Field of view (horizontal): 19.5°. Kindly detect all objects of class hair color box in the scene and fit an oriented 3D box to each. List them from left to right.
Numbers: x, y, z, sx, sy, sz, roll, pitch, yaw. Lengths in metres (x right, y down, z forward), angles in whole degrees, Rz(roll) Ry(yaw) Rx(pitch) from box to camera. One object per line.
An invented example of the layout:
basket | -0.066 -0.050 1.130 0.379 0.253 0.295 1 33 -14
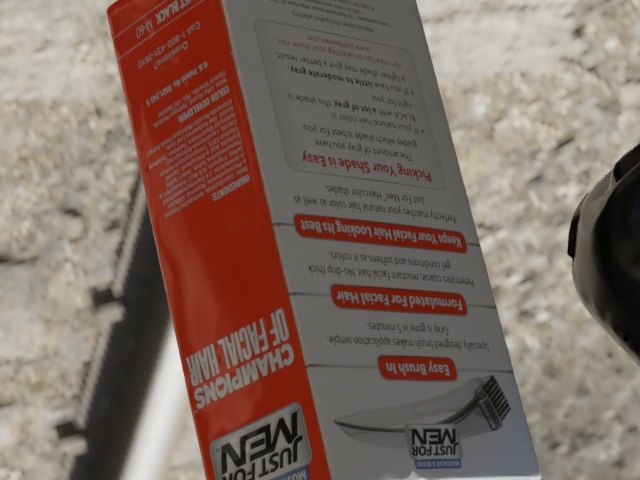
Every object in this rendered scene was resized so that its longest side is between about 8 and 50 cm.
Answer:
hair color box | 0.000 0.000 0.560 0.093 0.167 0.053 6 153 -46

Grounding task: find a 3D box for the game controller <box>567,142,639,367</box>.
game controller | 0.233 -0.023 0.522 0.319 0.166 0.067 -18 121 -6
